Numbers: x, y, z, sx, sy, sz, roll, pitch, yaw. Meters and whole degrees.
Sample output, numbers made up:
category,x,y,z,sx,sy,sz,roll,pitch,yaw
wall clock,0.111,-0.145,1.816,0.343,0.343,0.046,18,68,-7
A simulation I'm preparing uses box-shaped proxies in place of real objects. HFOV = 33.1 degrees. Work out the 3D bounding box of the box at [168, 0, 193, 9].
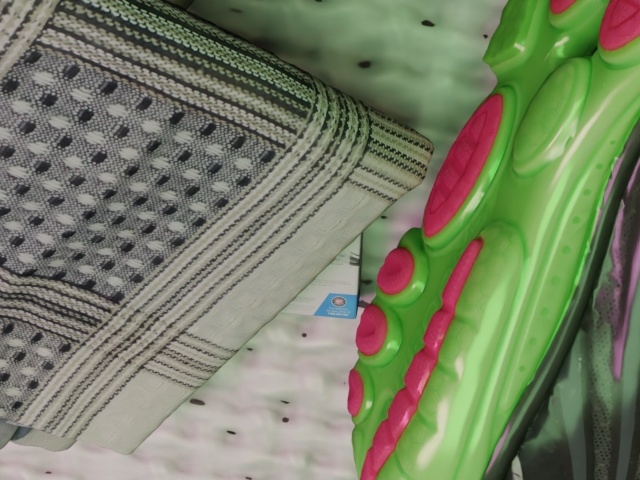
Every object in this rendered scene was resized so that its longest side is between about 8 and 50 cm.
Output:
category,x,y,z,sx,sy,sz,roll,pitch,yaw
box,-0.121,-0.219,0.480,0.232,0.127,0.148,40,112,-10

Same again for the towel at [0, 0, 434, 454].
category,x,y,z,sx,sy,sz,roll,pitch,yaw
towel,-0.152,0.010,0.510,0.312,0.056,0.324,21,130,-43

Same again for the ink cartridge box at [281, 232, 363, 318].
category,x,y,z,sx,sy,sz,roll,pitch,yaw
ink cartridge box,0.000,0.000,0.611,0.048,0.028,0.083,5,114,5

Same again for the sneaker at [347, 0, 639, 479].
category,x,y,z,sx,sy,sz,roll,pitch,yaw
sneaker,0.183,-0.040,0.516,0.202,0.185,0.483,18,119,-20
